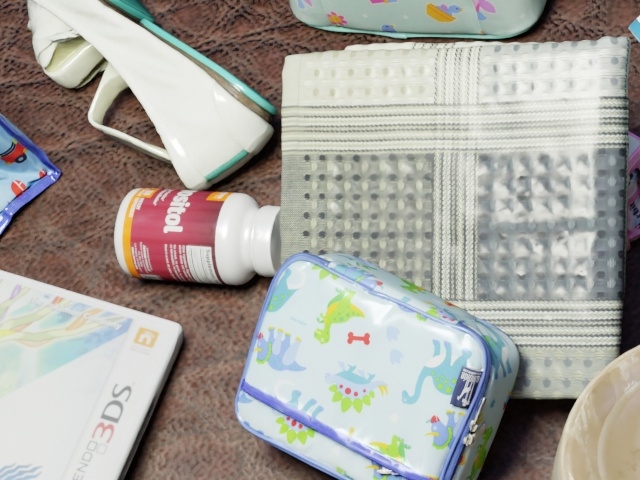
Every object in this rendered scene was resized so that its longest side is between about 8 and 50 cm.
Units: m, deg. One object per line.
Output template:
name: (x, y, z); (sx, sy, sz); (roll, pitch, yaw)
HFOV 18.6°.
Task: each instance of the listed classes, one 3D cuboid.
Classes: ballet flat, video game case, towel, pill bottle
ballet flat: (-0.206, -0.183, 1.943); (0.139, 0.139, 0.400); (-41, 56, -11)
video game case: (-0.324, 0.151, 1.725); (0.329, 0.036, 0.300); (16, 54, 8)
towel: (0.109, -0.019, 1.686); (0.324, 0.056, 0.312); (1, 88, 26)
pill bottle: (-0.106, -0.003, 1.805); (0.152, 0.086, 0.086); (3, 59, 19)

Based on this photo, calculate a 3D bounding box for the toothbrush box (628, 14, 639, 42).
toothbrush box: (0.440, -0.147, 1.656); (0.216, 0.126, 0.295); (-46, 51, 15)

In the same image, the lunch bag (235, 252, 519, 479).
lunch bag: (0.044, 0.120, 1.633); (0.219, 0.090, 0.176); (27, 103, 26)

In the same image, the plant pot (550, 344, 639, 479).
plant pot: (0.289, 0.212, 1.417); (0.323, 0.280, 0.323); (-8, 55, 12)

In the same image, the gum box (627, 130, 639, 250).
gum box: (0.212, -0.075, 1.736); (0.188, 0.107, 0.062); (35, 73, 33)

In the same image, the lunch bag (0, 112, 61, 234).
lunch bag: (-0.413, -0.142, 1.867); (0.221, 0.293, 0.138); (28, 69, 31)

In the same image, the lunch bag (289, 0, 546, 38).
lunch bag: (0.098, -0.314, 1.931); (0.279, 0.108, 0.224); (6, 60, 21)
